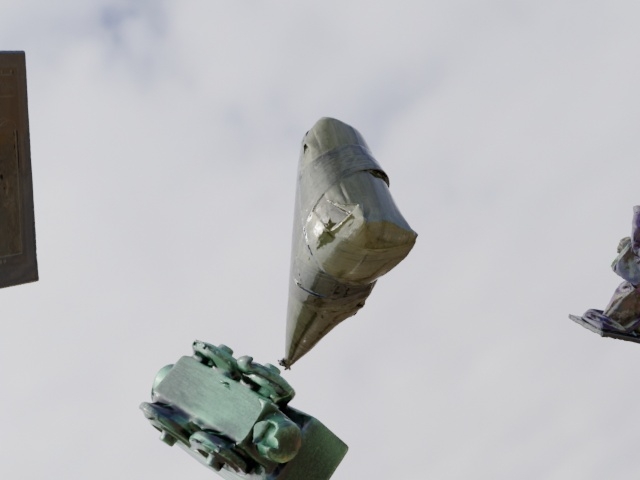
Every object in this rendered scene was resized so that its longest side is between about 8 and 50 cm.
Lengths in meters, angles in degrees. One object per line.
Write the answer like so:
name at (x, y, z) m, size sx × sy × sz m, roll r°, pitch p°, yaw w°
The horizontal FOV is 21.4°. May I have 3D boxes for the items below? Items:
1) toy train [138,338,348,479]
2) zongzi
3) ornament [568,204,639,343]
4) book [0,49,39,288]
toy train at (-0.107, 0.263, 2.395) m, size 0.238 × 0.299 × 0.167 m, roll 44°, pitch -105°, yaw -38°
zongzi at (0.000, 0.000, 1.999) m, size 0.112 × 0.221 × 0.242 m, roll 15°, pitch -54°, yaw -28°
ornament at (0.369, 0.019, 1.921) m, size 0.081 × 0.088 × 0.203 m, roll 20°, pitch -88°, yaw -27°
book at (-0.383, -0.076, 1.870) m, size 0.025 × 0.269 × 0.191 m, roll 1°, pitch 6°, yaw 27°
